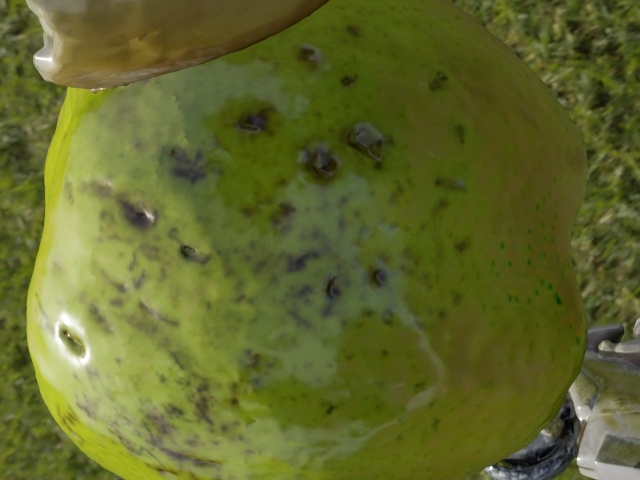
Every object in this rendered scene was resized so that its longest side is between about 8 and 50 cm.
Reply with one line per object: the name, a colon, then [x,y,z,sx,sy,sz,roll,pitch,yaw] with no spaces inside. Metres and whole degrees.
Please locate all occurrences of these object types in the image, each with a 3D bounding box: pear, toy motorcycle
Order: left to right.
pear: [0.000,0.000,0.852,0.391,0.391,0.391,13,115,31]
toy motorcycle: [0.316,0.146,1.149,0.340,0.223,0.108,2,131,32]

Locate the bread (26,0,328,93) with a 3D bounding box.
bread: [-0.041,-0.198,0.463,0.171,0.192,0.314,84,166,-60]
